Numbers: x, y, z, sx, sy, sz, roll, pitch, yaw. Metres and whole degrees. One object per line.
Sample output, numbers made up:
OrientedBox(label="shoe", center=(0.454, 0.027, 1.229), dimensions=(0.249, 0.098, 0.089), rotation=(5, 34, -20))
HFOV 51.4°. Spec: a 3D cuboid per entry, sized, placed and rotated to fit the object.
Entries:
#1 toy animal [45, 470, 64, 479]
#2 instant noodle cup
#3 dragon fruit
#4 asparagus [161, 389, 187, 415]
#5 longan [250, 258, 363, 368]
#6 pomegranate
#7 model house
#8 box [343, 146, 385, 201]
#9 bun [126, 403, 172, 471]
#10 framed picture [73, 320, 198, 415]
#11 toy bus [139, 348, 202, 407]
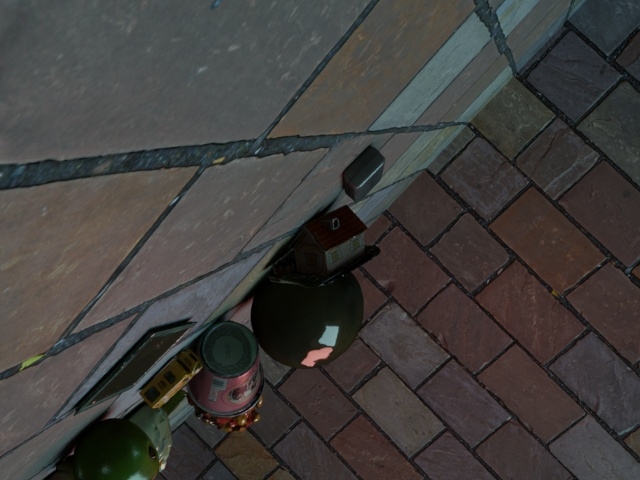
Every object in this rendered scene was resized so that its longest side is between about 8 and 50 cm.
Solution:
OrientedBox(label="toy animal", center=(-0.639, 0.712, 1.623), dimensions=(0.213, 0.256, 0.195), rotation=(-25, 163, -44))
OrientedBox(label="instant noodle cup", center=(-0.261, 0.346, 1.863), dimensions=(0.244, 0.244, 0.255), rotation=(-42, 165, -29))
OrientedBox(label="dragon fruit", center=(-0.343, 0.573, 2.473), dimensions=(0.250, 0.291, 0.269), rotation=(-34, 168, -37))
OrientedBox(label="asparagus", center=(-0.550, 0.592, 2.288), dimensions=(0.278, 0.060, 0.067), rotation=(-47, 155, 16))
OrientedBox(label="longan", center=(-0.032, 0.206, 1.983), dimensions=(0.361, 0.361, 0.361), rotation=(-45, 174, -5))
OrientedBox(label="pomegranate", center=(-0.499, 0.498, 1.555), dimensions=(0.190, 0.159, 0.241), rotation=(-30, -166, -38))
OrientedBox(label="model house", center=(0.000, 0.000, 1.772), dimensions=(0.207, 0.154, 0.294), rotation=(7, -157, 38))
OrientedBox(label="box", center=(0.106, -0.157, 1.627), dimensions=(0.103, 0.055, 0.244), rotation=(-45, 174, -1))
OrientedBox(label="bun", center=(-0.534, 0.616, 1.939), dimensions=(0.283, 0.179, 0.283), rotation=(-43, 177, -3))
OrientedBox(label="framed picture", center=(-0.360, 0.243, 1.328), dimensions=(0.216, 0.016, 0.273), rotation=(-45, 174, 2))
OrientedBox(label="toy bus", center=(-0.381, 0.351, 1.695), dimensions=(0.162, 0.069, 0.074), rotation=(-44, 172, -3))
